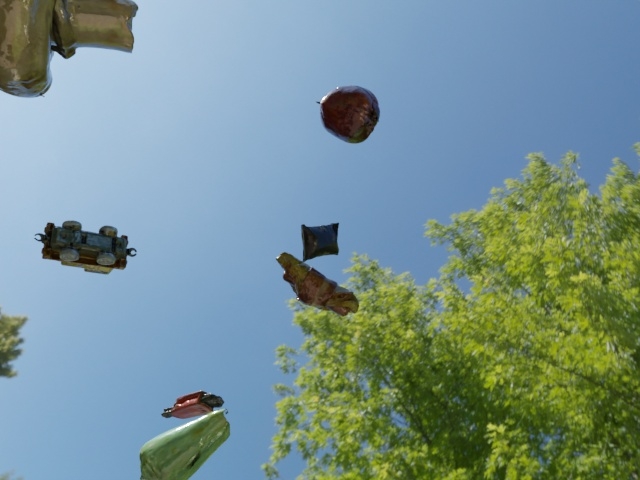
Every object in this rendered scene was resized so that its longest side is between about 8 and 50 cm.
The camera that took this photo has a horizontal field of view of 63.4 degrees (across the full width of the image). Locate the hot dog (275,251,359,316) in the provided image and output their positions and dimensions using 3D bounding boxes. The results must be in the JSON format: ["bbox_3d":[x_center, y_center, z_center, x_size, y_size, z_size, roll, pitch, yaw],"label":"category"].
[{"bbox_3d":[-0.018,0.133,1.373,0.261,0.123,0.093,33,-106,1],"label":"hot dog"}]

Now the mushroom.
[{"bbox_3d":[-0.494,-0.398,0.952,0.292,0.290,0.292,-15,-108,59],"label":"mushroom"}]

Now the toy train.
[{"bbox_3d":[-0.539,0.022,1.188,0.127,0.219,0.089,-36,-127,44],"label":"toy train"}]

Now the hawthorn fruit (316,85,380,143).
[{"bbox_3d":[0.064,-0.323,1.312,0.172,0.148,0.148,19,-74,22],"label":"hawthorn fruit"}]

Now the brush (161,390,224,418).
[{"bbox_3d":[-0.408,0.514,1.616,0.323,0.051,0.070,-26,-53,38],"label":"brush"}]

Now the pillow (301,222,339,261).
[{"bbox_3d":[-0.001,0.000,1.339,0.048,0.150,0.090,-21,-97,37],"label":"pillow"}]

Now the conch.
[{"bbox_3d":[-0.350,0.550,1.353,0.137,0.251,0.143,-15,-84,60],"label":"conch"}]
